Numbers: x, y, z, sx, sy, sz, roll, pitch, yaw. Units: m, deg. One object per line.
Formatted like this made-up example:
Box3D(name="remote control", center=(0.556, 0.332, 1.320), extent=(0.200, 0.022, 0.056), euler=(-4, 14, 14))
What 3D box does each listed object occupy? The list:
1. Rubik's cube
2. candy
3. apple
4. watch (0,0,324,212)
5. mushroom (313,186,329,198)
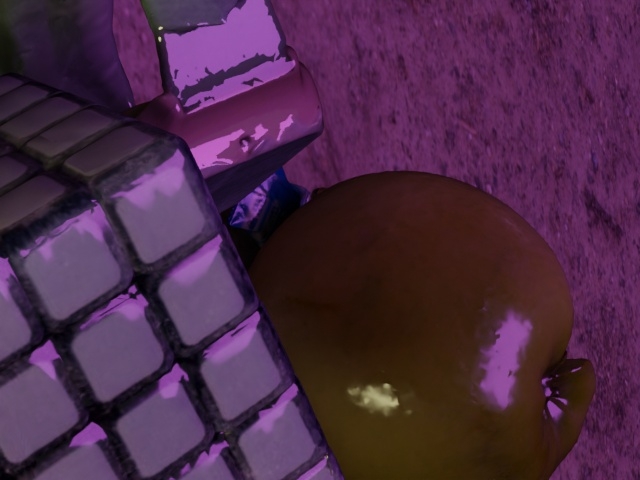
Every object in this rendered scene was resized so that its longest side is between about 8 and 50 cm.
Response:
Box3D(name="Rubik's cube", center=(-0.162, 0.081, 0.688), extent=(0.238, 0.237, 0.237), euler=(-33, 120, -21))
Box3D(name="candy", center=(-0.039, -0.028, 1.180), extent=(0.136, 0.038, 0.088), euler=(51, 48, -58))
Box3D(name="apple", center=(0.064, 0.109, 1.121), extent=(0.233, 0.258, 0.295), euler=(-44, 132, -43))
Box3D(name="watch", center=(-0.127, -0.130, 0.865), extent=(0.162, 0.253, 0.241), euler=(-28, 86, -34))
Box3D(name="mushroom", center=(0.000, 0.000, 1.259), extent=(0.049, 0.019, 0.101), euler=(37, 55, -52))
